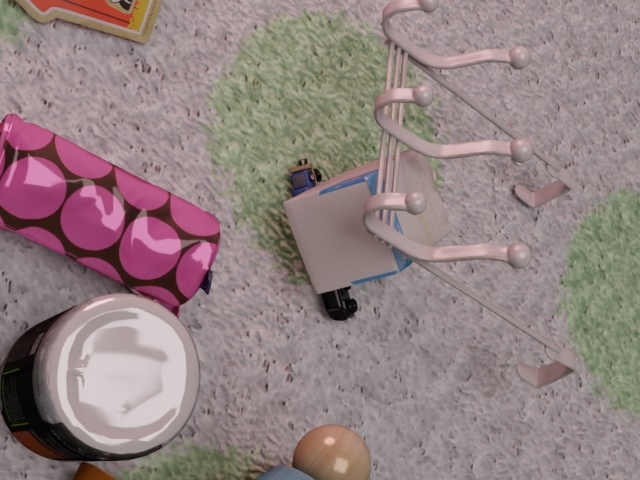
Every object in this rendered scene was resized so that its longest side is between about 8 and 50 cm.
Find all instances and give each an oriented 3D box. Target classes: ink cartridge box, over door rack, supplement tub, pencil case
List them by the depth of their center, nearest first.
[{"bbox_3d":[-0.175,0.108,0.814,0.117,0.190,0.117,6,78,-27],"label":"supplement tub"},{"bbox_3d":[-0.186,-0.017,0.890,0.209,0.095,0.098,28,86,-21],"label":"pencil case"},{"bbox_3d":[0.165,-0.046,0.988,0.324,0.108,0.239,41,45,-40],"label":"over door rack"},{"bbox_3d":[0.050,-0.023,0.991,0.143,0.092,0.090,-30,102,-56],"label":"ink cartridge box"}]

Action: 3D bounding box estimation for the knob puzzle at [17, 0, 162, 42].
[{"bbox_3d":[-0.205,-0.273,0.899,0.213,0.030,0.213,-10,115,-22],"label":"knob puzzle"}]

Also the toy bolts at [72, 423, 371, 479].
[{"bbox_3d":[-0.062,0.203,0.853,0.218,0.228,0.158,43,65,-8],"label":"toy bolts"}]

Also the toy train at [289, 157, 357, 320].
[{"bbox_3d":[0.000,0.000,1.018,0.036,0.027,0.158,-15,90,-59],"label":"toy train"}]
